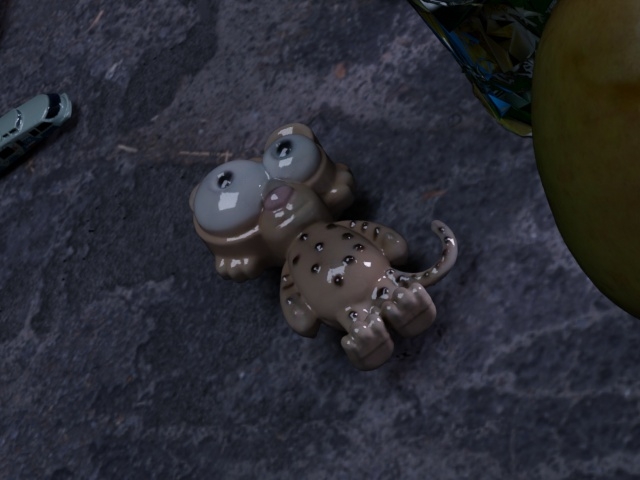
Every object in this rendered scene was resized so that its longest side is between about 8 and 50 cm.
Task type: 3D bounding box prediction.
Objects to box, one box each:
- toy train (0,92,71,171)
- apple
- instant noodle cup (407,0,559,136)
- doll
[{"bbox_3d":[-0.354,-0.099,2.113,0.207,0.047,0.043,-34,47,22],"label":"toy train"},{"bbox_3d":[0.312,-0.092,1.341,0.305,0.338,0.338,-21,48,56],"label":"apple"},{"bbox_3d":[0.180,-0.228,1.636,0.240,0.178,0.240,-22,50,29],"label":"instant noodle cup"},{"bbox_3d":[-0.001,0.002,1.693,0.154,0.119,0.278,-44,47,-11],"label":"doll"}]
